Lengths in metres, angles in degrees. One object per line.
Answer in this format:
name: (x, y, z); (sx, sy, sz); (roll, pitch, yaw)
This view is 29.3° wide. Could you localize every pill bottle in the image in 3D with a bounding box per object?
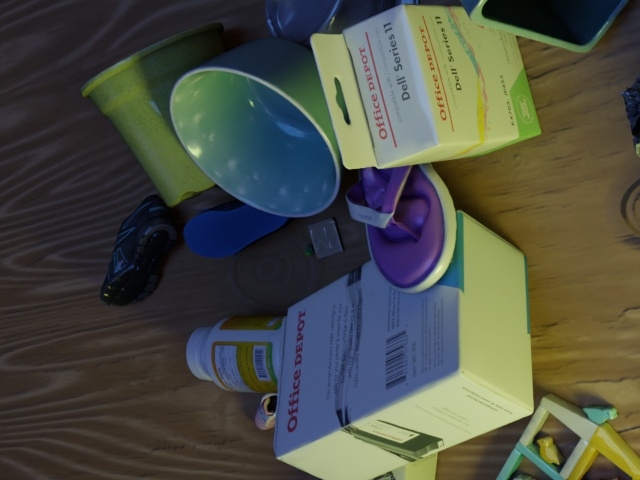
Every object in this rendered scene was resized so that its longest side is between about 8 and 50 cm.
pill bottle: (-0.118, 0.202, 2.172); (0.245, 0.136, 0.136); (-3, 96, 40)

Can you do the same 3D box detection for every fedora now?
fedora: (0.012, -0.387, 1.974); (0.275, 0.124, 0.244); (-24, 82, 39)

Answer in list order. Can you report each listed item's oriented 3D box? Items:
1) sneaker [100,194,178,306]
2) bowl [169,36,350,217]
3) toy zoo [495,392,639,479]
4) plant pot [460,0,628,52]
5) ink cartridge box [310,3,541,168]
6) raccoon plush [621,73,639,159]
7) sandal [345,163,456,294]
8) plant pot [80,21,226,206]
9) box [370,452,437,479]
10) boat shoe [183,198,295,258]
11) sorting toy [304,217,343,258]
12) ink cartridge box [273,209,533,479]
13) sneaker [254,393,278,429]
sneaker: (-0.355, 0.025, 2.383); (0.267, 0.101, 0.106); (-52, 44, 34)
bowl: (-0.071, -0.204, 1.968); (0.311, 0.163, 0.311); (22, 145, 16)
toy zoo: (0.375, 0.370, 1.863); (0.192, 0.030, 0.293); (39, 120, 28)
plant pot: (0.294, -0.446, 1.665); (0.248, 0.247, 0.252); (-56, 47, 31)
ink cartridge box: (0.157, -0.220, 1.733); (0.119, 0.353, 0.207); (-17, 87, 40)
raccoon plush: (0.594, -0.111, 1.559); (0.299, 0.216, 0.446); (-22, 112, 26)
sandal: (0.093, -0.084, 1.858); (0.169, 0.102, 0.416); (-50, 35, 31)
plant pot: (-0.241, -0.207, 2.147); (0.276, 0.276, 0.254); (-24, 93, 39)
box: (0.118, 0.438, 2.044); (0.113, 0.094, 0.275); (14, 105, 38)
boat shoe: (-0.128, -0.029, 2.179); (0.258, 0.089, 0.109); (-11, 103, 35)
sorting toy: (0.000, 0.000, 2.121); (0.083, 0.012, 0.062); (-19, 90, 36)
ink cartridge box: (0.121, 0.177, 1.874); (0.395, 0.166, 0.285); (-31, 41, 39)
sneaker: (-0.093, 0.305, 2.213); (0.134, 0.070, 0.051); (-44, 72, 36)
